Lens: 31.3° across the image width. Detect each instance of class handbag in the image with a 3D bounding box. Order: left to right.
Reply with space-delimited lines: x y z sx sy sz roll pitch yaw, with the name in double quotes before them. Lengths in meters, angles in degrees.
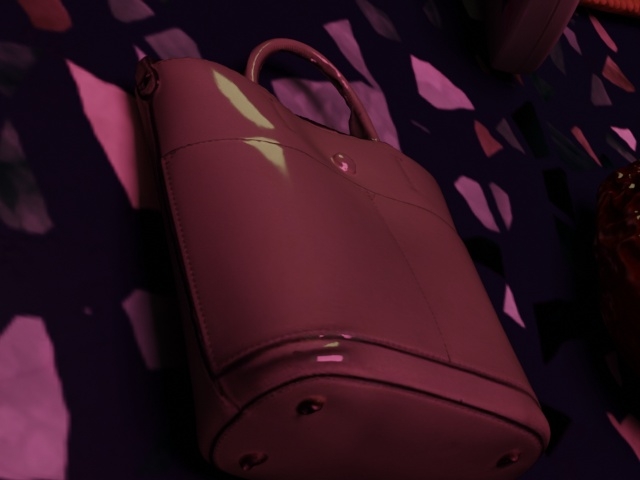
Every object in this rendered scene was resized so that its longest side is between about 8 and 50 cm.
"handbag" 0.000 0.000 0.664 0.241 0.109 0.315 23 33 -36

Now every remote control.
"remote control" 0.175 -0.313 1.007 0.050 0.145 0.343 6 56 -10

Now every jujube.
"jujube" 0.291 0.026 0.870 0.168 0.168 0.236 28 27 -30

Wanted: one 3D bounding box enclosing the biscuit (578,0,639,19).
"biscuit" 0.264 -0.306 1.201 0.250 0.030 0.160 -5 66 -49
